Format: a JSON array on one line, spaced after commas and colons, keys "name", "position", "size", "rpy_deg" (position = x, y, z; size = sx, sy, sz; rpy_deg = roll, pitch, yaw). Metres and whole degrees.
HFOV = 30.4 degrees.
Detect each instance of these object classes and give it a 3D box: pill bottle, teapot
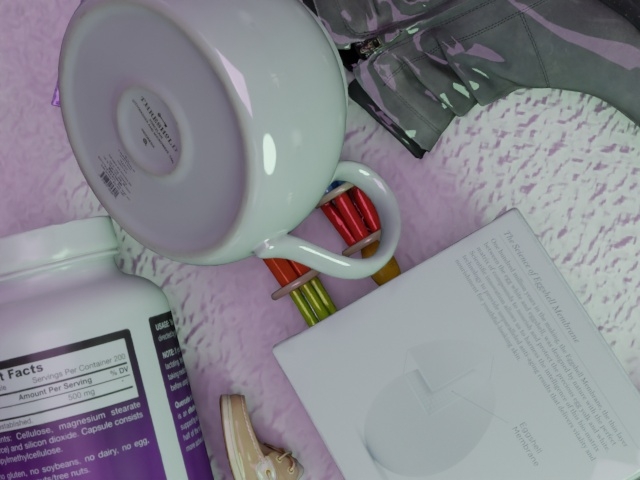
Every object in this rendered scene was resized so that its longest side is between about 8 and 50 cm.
[{"name": "pill bottle", "position": [-0.191, 0.150, 0.957], "size": [0.181, 0.181, 0.323], "rpy_deg": [-14, 90, 1]}, {"name": "teapot", "position": [-0.065, -0.110, 0.928], "size": [0.252, 0.187, 0.256], "rpy_deg": [18, 122, 36]}]

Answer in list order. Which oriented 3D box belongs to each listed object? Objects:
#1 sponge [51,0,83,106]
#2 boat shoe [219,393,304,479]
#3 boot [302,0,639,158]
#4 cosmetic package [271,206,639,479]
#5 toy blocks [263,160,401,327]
[{"name": "sponge", "position": [-0.149, -0.203, 1.027], "size": [0.117, 0.031, 0.210], "rpy_deg": [16, 91, 1]}, {"name": "boat shoe", "position": [-0.042, 0.207, 1.018], "size": [0.059, 0.063, 0.170], "rpy_deg": [-17, 100, -1]}, {"name": "boot", "position": [0.157, -0.140, 0.993], "size": [0.222, 0.118, 0.338], "rpy_deg": [-42, 79, 4]}, {"name": "cosmetic package", "position": [0.119, 0.135, 0.941], "size": [0.224, 0.138, 0.224], "rpy_deg": [-30, 72, -1]}, {"name": "toy blocks", "position": [0.000, 0.000, 1.015], "size": [0.123, 0.054, 0.148], "rpy_deg": [-31, 89, 2]}]
